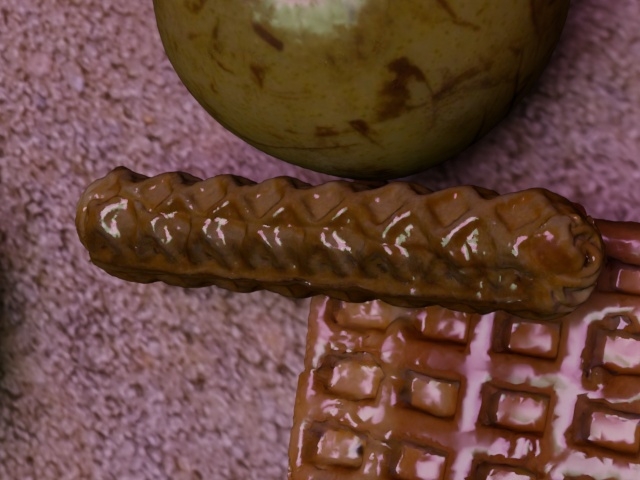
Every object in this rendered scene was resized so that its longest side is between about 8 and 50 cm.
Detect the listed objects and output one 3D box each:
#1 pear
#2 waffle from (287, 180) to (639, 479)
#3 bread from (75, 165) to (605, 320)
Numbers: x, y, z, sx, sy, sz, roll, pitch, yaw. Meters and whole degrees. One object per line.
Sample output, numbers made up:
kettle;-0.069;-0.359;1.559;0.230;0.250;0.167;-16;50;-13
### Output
pear;0.031;-0.174;0.879;0.283;0.283;0.284;-3;83;24
waffle;0.139;0.086;0.890;0.327;0.098;0.224;10;86;24
bread;-0.001;0.000;0.872;0.367;0.077;0.084;3;116;30
